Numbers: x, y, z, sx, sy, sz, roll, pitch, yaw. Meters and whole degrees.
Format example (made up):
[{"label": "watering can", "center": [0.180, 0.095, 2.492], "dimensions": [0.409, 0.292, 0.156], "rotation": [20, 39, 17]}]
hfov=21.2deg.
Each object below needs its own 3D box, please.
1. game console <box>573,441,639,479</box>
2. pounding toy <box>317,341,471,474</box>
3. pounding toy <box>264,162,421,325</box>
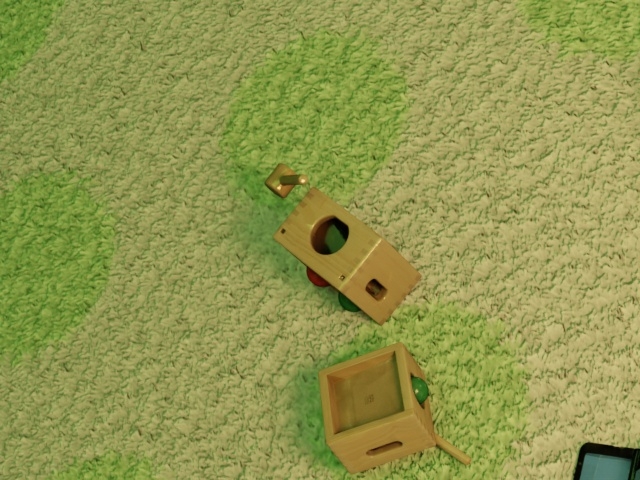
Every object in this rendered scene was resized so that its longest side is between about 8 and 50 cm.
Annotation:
[{"label": "game console", "center": [0.315, 0.276, 1.857], "dimensions": [0.071, 0.107, 0.122], "rotation": [14, 73, 1]}, {"label": "pounding toy", "center": [0.086, 0.206, 1.997], "dimensions": [0.141, 0.100, 0.130], "rotation": [-21, 46, 14]}, {"label": "pounding toy", "center": [-0.008, -0.006, 2.075], "dimensions": [0.206, 0.181, 0.094], "rotation": [38, 88, 34]}]
